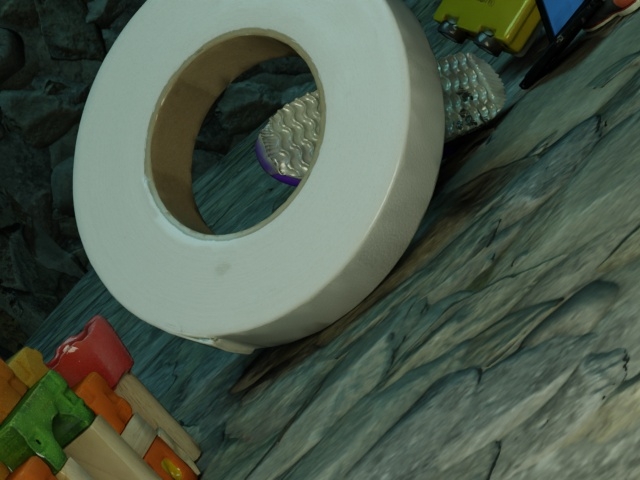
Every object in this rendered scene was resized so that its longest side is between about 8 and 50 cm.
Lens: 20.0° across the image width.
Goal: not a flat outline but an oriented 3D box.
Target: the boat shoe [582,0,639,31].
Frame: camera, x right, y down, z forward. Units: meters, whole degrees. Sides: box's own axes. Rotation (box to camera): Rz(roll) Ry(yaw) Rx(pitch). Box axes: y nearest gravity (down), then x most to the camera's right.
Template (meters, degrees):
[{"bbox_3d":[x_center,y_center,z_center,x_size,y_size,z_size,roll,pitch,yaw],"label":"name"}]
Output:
[{"bbox_3d":[0.294,-0.249,1.856,0.049,0.043,0.137,-46,7,-13],"label":"boat shoe"}]

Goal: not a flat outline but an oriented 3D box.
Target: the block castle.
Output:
[{"bbox_3d":[-0.295,0.246,1.458,0.303,0.213,0.453,-39,8,19],"label":"block castle"}]

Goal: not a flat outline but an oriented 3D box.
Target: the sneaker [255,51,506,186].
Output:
[{"bbox_3d":[0.049,-0.093,1.852,0.293,0.102,0.146,-17,-17,-33],"label":"sneaker"}]

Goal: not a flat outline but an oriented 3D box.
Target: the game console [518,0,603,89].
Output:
[{"bbox_3d":[0.234,-0.231,1.864,0.107,0.071,0.122,-46,-4,-23],"label":"game console"}]

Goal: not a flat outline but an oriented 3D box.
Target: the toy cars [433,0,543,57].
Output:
[{"bbox_3d":[0.280,-0.296,2.013,0.394,0.087,0.176,-31,38,43],"label":"toy cars"}]

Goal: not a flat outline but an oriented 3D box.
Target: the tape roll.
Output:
[{"bbox_3d":[-0.065,-0.089,1.701,0.392,0.392,0.072,-39,-31,19],"label":"tape roll"}]
